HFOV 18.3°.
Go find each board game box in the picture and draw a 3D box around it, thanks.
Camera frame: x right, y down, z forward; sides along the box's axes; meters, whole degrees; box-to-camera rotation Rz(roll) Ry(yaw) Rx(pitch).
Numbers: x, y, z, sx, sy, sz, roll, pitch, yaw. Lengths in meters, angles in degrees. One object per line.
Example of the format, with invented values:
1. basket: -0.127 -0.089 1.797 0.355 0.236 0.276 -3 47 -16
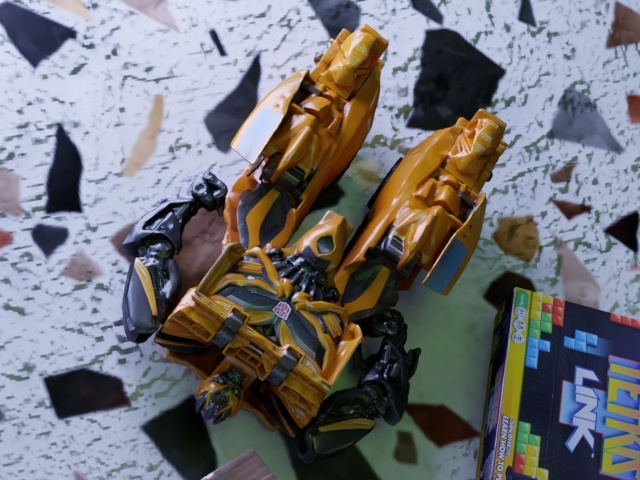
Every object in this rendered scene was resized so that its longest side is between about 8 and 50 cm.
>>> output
1. board game box: 0.179 0.128 1.313 0.141 0.048 0.170 14 57 -6

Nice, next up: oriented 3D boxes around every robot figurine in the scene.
1. robot figurine: 0.000 0.000 1.293 0.211 0.085 0.291 34 55 -3

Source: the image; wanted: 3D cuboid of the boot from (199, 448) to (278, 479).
1. boot: -0.077 0.271 1.115 0.283 0.109 0.220 -28 81 -40
